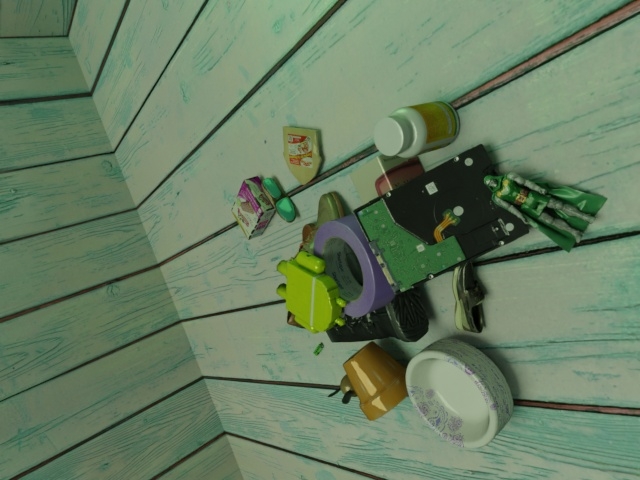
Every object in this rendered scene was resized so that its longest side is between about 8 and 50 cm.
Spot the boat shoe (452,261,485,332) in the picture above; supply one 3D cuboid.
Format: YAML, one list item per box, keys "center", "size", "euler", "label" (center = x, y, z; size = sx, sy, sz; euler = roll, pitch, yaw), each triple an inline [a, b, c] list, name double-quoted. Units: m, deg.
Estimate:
- center: [0.396, 0.146, 1.204]
  size: [0.073, 0.080, 0.223]
  euler: [13, 123, 40]
  label: "boat shoe"

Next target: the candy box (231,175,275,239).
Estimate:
- center: [-0.274, -0.128, 1.858]
  size: [0.159, 0.071, 0.233]
  euler: [57, 146, 15]
  label: "candy box"

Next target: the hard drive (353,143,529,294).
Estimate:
- center: [0.279, -0.045, 1.095]
  size: [0.339, 0.064, 0.237]
  euler: [-28, 85, 10]
  label: "hard drive"

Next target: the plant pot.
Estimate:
- center: [0.177, 0.438, 1.481]
  size: [0.188, 0.205, 0.205]
  euler: [51, 140, 10]
  label: "plant pot"

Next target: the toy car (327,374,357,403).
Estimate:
- center: [0.124, 0.522, 1.616]
  size: [0.155, 0.188, 0.149]
  euler: [-6, 103, 51]
  label: "toy car"

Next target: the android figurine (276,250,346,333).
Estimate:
- center: [-0.029, 0.160, 1.350]
  size: [0.273, 0.056, 0.248]
  euler: [23, 121, 41]
  label: "android figurine"

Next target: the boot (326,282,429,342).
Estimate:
- center: [0.125, 0.151, 1.495]
  size: [0.445, 0.146, 0.367]
  euler: [-19, 82, 61]
  label: "boot"

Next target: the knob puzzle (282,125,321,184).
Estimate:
- center: [-0.058, -0.287, 1.568]
  size: [0.213, 0.030, 0.213]
  euler: [24, 125, 41]
  label: "knob puzzle"

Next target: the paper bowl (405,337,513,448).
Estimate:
- center: [0.391, 0.409, 1.274]
  size: [0.284, 0.148, 0.284]
  euler: [26, 126, 42]
  label: "paper bowl"

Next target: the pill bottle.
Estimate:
- center: [0.227, -0.263, 1.093]
  size: [0.118, 0.208, 0.117]
  euler: [26, 126, 41]
  label: "pill bottle"

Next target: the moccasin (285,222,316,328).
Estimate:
- center: [-0.058, 0.112, 1.565]
  size: [0.139, 0.147, 0.380]
  euler: [137, 142, -61]
  label: "moccasin"

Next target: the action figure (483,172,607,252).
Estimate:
- center: [0.460, -0.081, 0.987]
  size: [0.232, 0.063, 0.137]
  euler: [31, 117, 19]
  label: "action figure"

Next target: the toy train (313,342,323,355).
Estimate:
- center: [-0.008, 0.446, 1.877]
  size: [0.024, 0.017, 0.083]
  euler: [42, 136, 15]
  label: "toy train"

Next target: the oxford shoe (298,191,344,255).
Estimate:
- center: [0.000, 0.000, 1.470]
  size: [0.123, 0.130, 0.348]
  euler: [142, 133, -62]
  label: "oxford shoe"

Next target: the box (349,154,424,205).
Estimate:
- center: [0.209, -0.115, 1.236]
  size: [0.127, 0.149, 0.232]
  euler: [-26, 88, 53]
  label: "box"

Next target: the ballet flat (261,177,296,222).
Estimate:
- center: [-0.153, -0.148, 1.736]
  size: [0.206, 0.073, 0.067]
  euler: [60, 169, 14]
  label: "ballet flat"

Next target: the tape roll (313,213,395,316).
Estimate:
- center: [0.092, 0.069, 1.277]
  size: [0.275, 0.090, 0.274]
  euler: [31, 130, 46]
  label: "tape roll"
